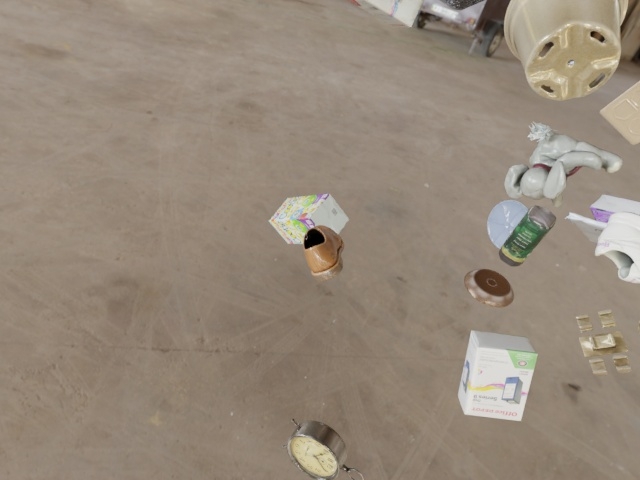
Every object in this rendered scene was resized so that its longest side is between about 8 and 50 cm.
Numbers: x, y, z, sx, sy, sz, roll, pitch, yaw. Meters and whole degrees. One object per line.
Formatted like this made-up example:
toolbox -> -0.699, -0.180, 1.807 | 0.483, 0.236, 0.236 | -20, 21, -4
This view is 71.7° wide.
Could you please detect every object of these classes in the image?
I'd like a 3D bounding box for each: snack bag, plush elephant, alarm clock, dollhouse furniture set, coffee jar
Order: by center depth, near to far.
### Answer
alarm clock -> 0.011, 0.469, 0.973 | 0.192, 0.129, 0.064 | 29, 34, 17
snack bag -> 0.904, 0.007, 1.243 | 0.343, 0.037, 0.323 | 25, 5, 43
coffee jar -> 0.598, -0.008, 1.293 | 0.079, 0.184, 0.096 | 37, 50, 19
plush elephant -> 0.828, -0.238, 1.582 | 0.330, 0.255, 0.272 | 21, 7, -20
dollhouse furniture set -> 1.099, 0.376, 1.631 | 0.161, 0.242, 0.212 | 35, 44, -50

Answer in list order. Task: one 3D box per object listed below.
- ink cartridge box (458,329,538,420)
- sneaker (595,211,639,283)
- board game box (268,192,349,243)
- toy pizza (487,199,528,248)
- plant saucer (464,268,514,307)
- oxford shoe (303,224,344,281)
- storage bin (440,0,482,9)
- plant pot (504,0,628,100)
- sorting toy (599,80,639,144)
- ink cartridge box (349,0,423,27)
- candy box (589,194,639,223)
ink cartridge box -> 0.471, 0.364, 1.191 | 0.155, 0.212, 0.093 | 6, 20, 4
sneaker -> 0.795, 0.067, 1.039 | 0.305, 0.114, 0.152 | 36, 81, 16
board game box -> -0.051, -0.081, 1.752 | 0.275, 0.144, 0.142 | 1, 47, 52
toy pizza -> 0.741, -0.057, 1.729 | 0.032, 0.201, 0.201 | -2, 41, -32
plant saucer -> 0.664, 0.174, 1.730 | 0.199, 0.036, 0.198 | 6, 42, -6
oxford shoe -> 0.000, 0.000, 0.841 | 0.076, 0.076, 0.212 | -26, 17, 4
storage bin -> 0.324, -0.604, 0.998 | 0.122, 0.084, 0.180 | 42, 56, 16
plant pot -> 0.702, -0.575, 1.267 | 0.334, 0.333, 0.305 | 19, 52, 1
sorting toy -> 1.228, -0.496, 1.698 | 0.193, 0.208, 0.038 | 46, 53, 3
ink cartridge box -> 0.192, -0.706, 1.259 | 0.176, 0.127, 0.128 | 18, 18, -27
candy box -> 1.002, -0.043, 1.445 | 0.196, 0.070, 0.165 | 50, -4, -25
